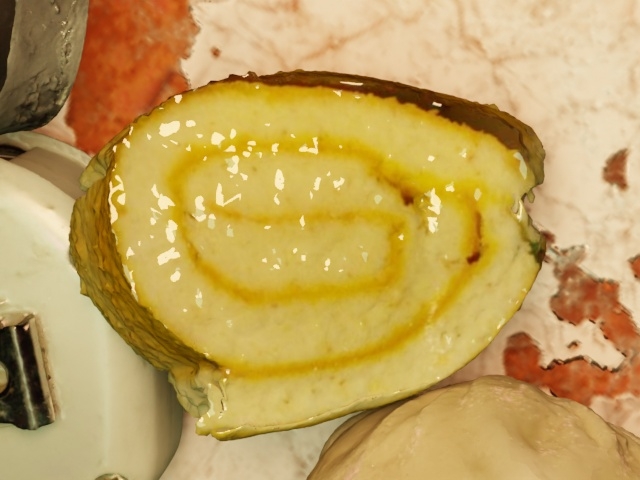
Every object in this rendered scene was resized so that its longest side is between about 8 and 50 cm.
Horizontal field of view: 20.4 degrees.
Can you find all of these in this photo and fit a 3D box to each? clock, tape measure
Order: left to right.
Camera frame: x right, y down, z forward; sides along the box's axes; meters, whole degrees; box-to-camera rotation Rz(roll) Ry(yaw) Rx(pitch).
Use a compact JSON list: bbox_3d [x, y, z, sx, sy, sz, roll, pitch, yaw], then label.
[{"bbox_3d":[-0.206,0.051,1.032,0.246,0.125,0.243,-10,103,16],"label":"tape measure"},{"bbox_3d":[-0.185,-0.164,0.937,0.049,0.226,0.226,-9,108,-31],"label":"clock"}]

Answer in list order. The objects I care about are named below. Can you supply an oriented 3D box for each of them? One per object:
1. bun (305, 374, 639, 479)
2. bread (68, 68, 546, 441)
[{"bbox_3d":[0.091,0.143,0.967,0.231,0.231,0.133,-4,66,14],"label":"bun"},{"bbox_3d":[0.000,0.000,0.942,0.257,0.124,0.186,-7,96,-16],"label":"bread"}]
